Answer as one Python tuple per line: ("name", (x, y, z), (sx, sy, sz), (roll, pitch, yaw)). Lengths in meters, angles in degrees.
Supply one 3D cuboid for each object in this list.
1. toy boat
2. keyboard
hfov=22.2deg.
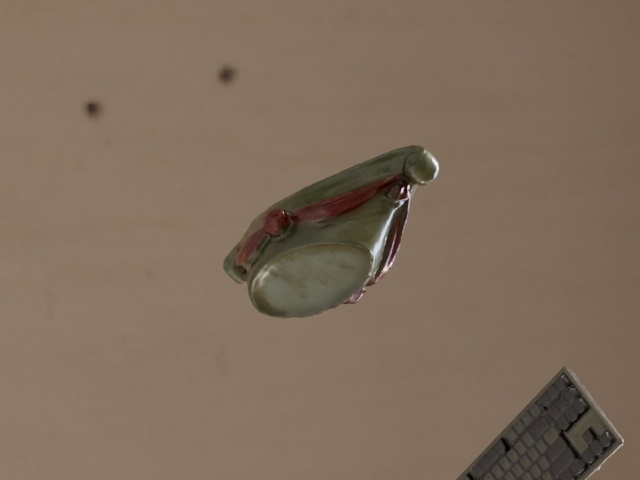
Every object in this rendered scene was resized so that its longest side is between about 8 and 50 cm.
("toy boat", (-0.001, 0.001, 1.041), (0.185, 0.089, 0.071), (-28, -148, 36))
("keyboard", (0.102, 0.123, 0.838), (0.129, 0.015, 0.049), (-52, -123, 33))
